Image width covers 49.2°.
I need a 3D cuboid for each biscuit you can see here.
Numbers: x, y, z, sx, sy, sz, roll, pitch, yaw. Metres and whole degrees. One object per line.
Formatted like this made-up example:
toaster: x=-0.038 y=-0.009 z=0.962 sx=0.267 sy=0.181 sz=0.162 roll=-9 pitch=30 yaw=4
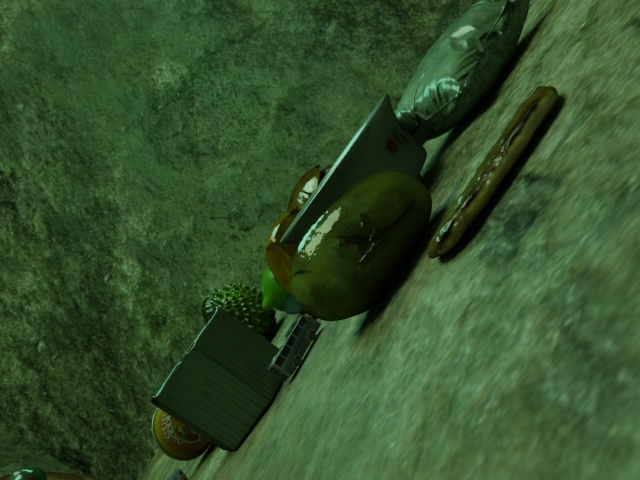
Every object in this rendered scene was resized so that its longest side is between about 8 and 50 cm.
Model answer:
biscuit: x=0.200 y=-0.079 z=0.821 sx=0.247 sy=0.029 sz=0.118 roll=-55 pitch=-3 yaw=-5

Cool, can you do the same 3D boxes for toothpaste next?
toothpaste: x=-0.376 y=0.616 z=1.734 sx=0.047 sy=0.040 sz=0.196 roll=-52 pitch=1 yaw=-40

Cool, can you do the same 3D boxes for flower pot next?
flower pot: x=-0.193 y=0.273 z=1.369 sx=0.239 sy=0.189 sz=0.209 roll=-55 pitch=4 yaw=6

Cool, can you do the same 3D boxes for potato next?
potato: x=0.061 y=0.005 z=0.997 sx=0.248 sy=0.143 sz=0.169 roll=-46 pitch=-2 yaw=-14

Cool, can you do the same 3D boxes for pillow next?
pillow: x=0.262 y=-0.322 z=1.382 sx=0.283 sy=0.138 sz=0.310 roll=-57 pitch=7 yaw=-27

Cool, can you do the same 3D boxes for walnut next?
walnut: x=-0.001 y=-0.055 z=1.950 sx=0.209 sy=0.208 sz=0.336 roll=-61 pitch=-6 yaw=-60

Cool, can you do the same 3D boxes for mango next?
mango: x=0.000 y=0.000 z=1.545 sx=0.257 sy=0.187 sz=0.138 roll=-35 pitch=5 yaw=-37

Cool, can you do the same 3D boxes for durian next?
durian: x=-0.244 y=0.254 z=2.104 sx=0.291 sy=0.224 sz=0.291 roll=179 pitch=90 yaw=-87

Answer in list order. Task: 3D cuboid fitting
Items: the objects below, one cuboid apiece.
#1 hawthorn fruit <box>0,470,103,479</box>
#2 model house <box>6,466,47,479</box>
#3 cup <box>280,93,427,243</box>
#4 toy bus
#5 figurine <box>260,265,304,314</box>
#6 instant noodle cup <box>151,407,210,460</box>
hawthorn fruit: x=-0.558 y=0.621 z=1.352 sx=0.403 sy=0.402 sz=0.403 roll=-54 pitch=4 yaw=5
model house: x=-0.359 y=0.443 z=1.006 sx=0.243 sy=0.298 sz=0.284 roll=-59 pitch=1 yaw=14
cup: x=0.085 y=-0.091 z=1.339 sx=0.347 sy=0.163 sz=0.347 roll=-53 pitch=4 yaw=5
toy bus: x=-0.047 y=0.195 z=1.277 sx=0.131 sy=0.052 sz=0.037 roll=-58 pitch=4 yaw=-37
figurine: x=-0.042 y=0.075 z=1.744 sx=0.263 sy=0.143 sz=0.162 roll=-43 pitch=12 yaw=13
instant noodle cup: x=-0.286 y=0.418 z=1.649 sx=0.185 sy=0.168 sz=0.168 roll=-39 pitch=14 yaw=46
